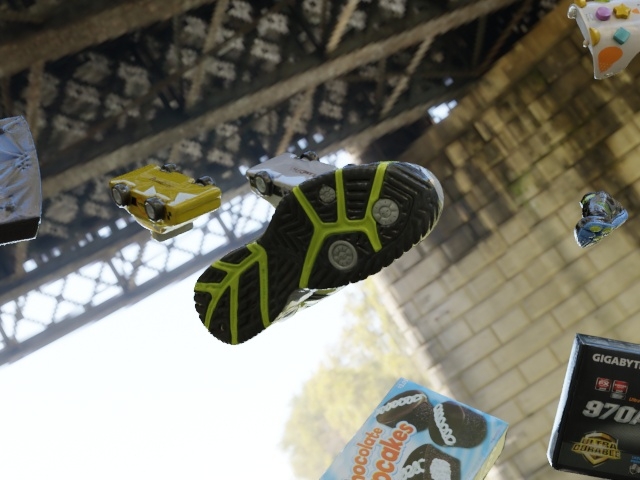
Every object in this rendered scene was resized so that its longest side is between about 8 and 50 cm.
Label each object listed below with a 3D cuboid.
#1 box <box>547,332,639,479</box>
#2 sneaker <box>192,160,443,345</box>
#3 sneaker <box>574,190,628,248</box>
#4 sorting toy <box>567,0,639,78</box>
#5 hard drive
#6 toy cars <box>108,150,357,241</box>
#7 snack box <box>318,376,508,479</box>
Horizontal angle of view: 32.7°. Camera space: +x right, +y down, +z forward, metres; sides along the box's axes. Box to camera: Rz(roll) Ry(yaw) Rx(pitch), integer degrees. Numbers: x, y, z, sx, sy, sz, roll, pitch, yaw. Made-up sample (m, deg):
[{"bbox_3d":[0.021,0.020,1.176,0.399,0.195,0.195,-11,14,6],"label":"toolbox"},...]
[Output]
[{"bbox_3d":[0.418,0.225,1.399,0.051,0.220,0.175,-83,4,-78],"label":"box"},{"bbox_3d":[0.000,0.000,1.395,0.385,0.145,0.147,-28,0,33],"label":"sneaker"},{"bbox_3d":[0.458,-0.040,1.827,0.067,0.078,0.188,-40,-7,31],"label":"sneaker"},{"bbox_3d":[0.271,-0.196,0.979,0.075,0.083,0.045,-14,-35,1],"label":"sorting toy"},{"bbox_3d":[-0.471,-0.076,1.499,0.172,0.254,0.054,-12,-49,-12],"label":"hard drive"},{"bbox_3d":[-0.116,-0.053,1.531,0.394,0.087,0.176,-4,25,12],"label":"toy cars"},{"bbox_3d":[0.120,0.345,1.573,0.322,0.187,0.060,-45,-34,-43],"label":"snack box"}]
